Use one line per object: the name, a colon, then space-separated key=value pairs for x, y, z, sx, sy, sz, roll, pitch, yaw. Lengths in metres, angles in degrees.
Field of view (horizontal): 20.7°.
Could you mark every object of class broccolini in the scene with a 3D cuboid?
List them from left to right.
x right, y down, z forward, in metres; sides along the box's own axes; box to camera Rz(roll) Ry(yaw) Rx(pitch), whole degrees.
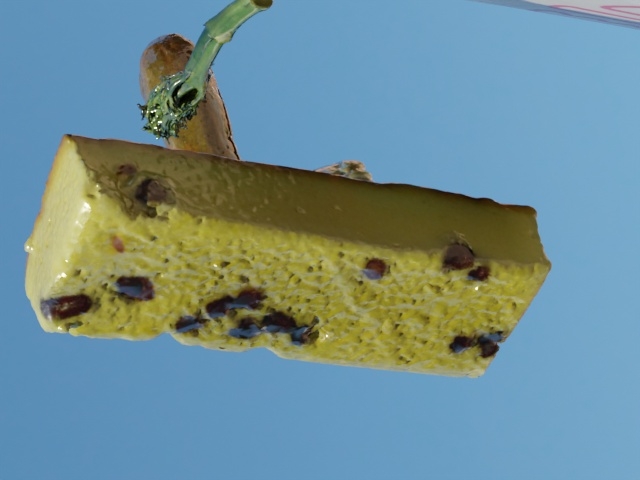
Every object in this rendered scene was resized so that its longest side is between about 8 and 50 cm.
broccolini: x=-0.093 y=-0.148 z=1.433 sx=0.054 sy=0.239 sz=0.051 roll=9 pitch=-116 yaw=-22

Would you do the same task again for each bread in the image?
bread: x=-0.022 y=0.019 z=1.211 sx=0.361 sy=0.138 sz=0.077 roll=8 pitch=-136 yaw=-26

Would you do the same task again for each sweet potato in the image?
sweet potato: x=-0.109 y=-0.085 z=1.608 sx=0.075 sy=0.075 sz=0.273 roll=18 pitch=-138 yaw=-49

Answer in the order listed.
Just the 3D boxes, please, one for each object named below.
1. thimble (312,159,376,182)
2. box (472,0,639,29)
thimble: x=0.000 y=0.000 z=1.826 sx=0.190 sy=0.143 sz=0.137 roll=-130 pitch=22 yaw=-73
box: x=0.282 y=-0.307 z=1.262 sx=0.312 sy=0.300 sz=0.314 roll=5 pitch=-88 yaw=-28
